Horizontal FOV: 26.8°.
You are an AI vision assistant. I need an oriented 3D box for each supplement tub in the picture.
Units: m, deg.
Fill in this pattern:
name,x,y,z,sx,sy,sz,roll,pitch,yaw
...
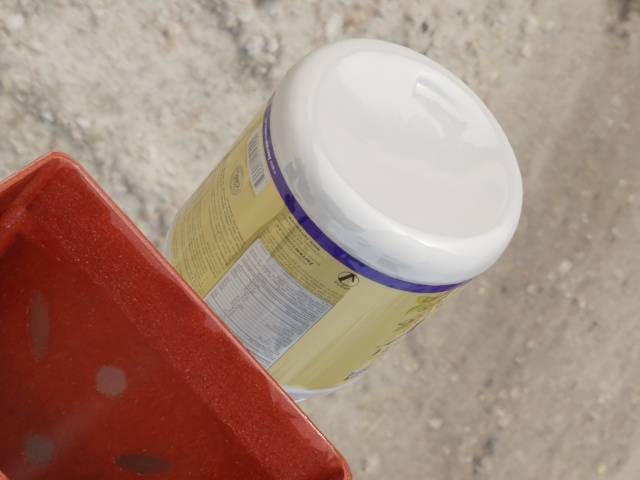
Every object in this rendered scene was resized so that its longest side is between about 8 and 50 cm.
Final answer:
name,x,y,z,sx,sy,sz,roll,pitch,yaw
supplement tub,0.000,0.000,1.231,0.241,0.241,0.331,-14,158,-39

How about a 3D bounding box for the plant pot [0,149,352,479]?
name,x,y,z,sx,sy,sz,roll,pitch,yaw
plant pot,-0.174,0.150,0.721,0.236,0.267,0.267,-40,-175,20
